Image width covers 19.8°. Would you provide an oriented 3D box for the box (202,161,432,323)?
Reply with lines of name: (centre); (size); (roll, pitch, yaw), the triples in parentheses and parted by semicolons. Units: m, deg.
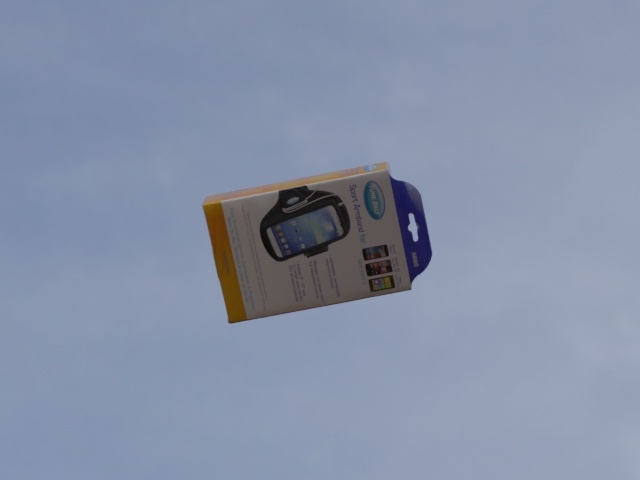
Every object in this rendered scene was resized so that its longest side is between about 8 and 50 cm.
box: (0.000, 0.000, 1.160); (0.136, 0.028, 0.081); (-11, -76, 2)
